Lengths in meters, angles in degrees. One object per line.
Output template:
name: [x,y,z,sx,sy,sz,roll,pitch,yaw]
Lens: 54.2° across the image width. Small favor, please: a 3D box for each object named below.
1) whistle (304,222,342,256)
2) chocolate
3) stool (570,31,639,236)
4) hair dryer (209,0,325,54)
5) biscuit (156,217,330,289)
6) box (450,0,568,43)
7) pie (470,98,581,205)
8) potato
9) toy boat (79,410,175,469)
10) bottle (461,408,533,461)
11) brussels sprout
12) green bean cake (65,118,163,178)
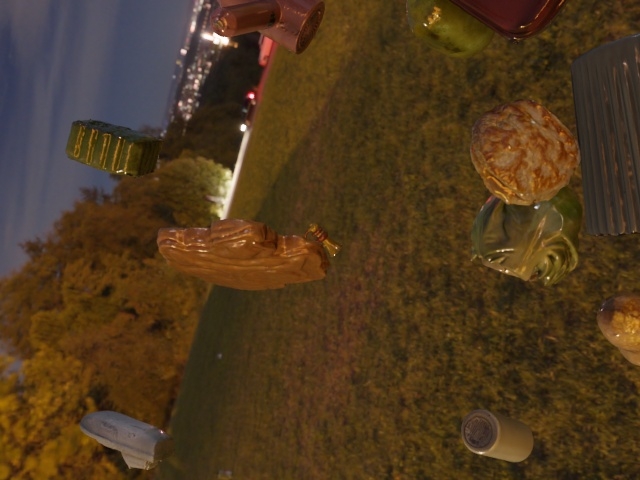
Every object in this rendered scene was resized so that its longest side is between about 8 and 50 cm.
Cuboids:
whistle: [0.002,-0.001,1.728,0.057,0.109,0.046,-43,11,34]
chocolate: [0.724,0.205,1.419,0.134,0.309,0.134,-24,49,31]
stool: [0.612,-0.194,1.132,0.297,0.297,0.330,171,88,-74]
hair dryer: [-0.146,-0.470,1.264,0.125,0.210,0.352,-61,-6,30]
biscuit: [-0.118,0.035,1.007,0.376,0.269,0.051,105,168,-75]
box: [0.420,-0.658,1.475,0.404,0.108,0.263,46,118,24]
pie: [0.380,-0.167,1.183,0.179,0.205,0.084,-44,-4,-11]
potato: [0.370,-0.634,1.763,0.215,0.304,0.216,-5,83,56]
toy boat: [-0.405,0.403,1.272,0.260,0.078,0.085,6,91,34]
bottle: [0.447,0.482,1.528,0.104,0.245,0.104,-21,57,36]
brussels sprout: [0.724,-0.051,2.184,0.425,0.342,0.361,-106,31,-82]
green bean cake: [-0.527,-0.238,1.604,0.214,0.200,0.113,-68,-5,-79]
